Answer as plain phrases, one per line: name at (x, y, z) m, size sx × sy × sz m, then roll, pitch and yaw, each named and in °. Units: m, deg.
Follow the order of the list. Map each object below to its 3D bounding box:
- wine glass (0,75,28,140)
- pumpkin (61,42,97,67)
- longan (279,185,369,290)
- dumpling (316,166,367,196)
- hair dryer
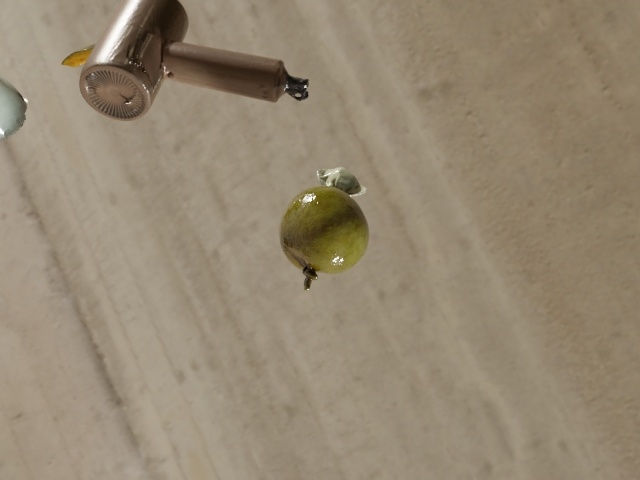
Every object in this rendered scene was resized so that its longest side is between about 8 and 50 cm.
wine glass at (-0.346, -0.166, 0.979) m, size 0.155 × 0.072 × 0.072 m, roll 62°, pitch -156°, yaw -47°
pumpkin at (-0.261, -0.235, 1.272) m, size 0.035 × 0.101 × 0.073 m, roll 60°, pitch -154°, yaw -12°
longan at (0.000, 0.000, 0.789) m, size 0.075 × 0.075 × 0.083 m, roll 30°, pitch -108°, yaw -30°
dumpling at (0.029, -0.086, 1.613) m, size 0.077 × 0.043 × 0.059 m, roll 41°, pitch -151°, yaw -11°
hair dryer at (-0.095, -0.146, 0.853) m, size 0.181 × 0.064 × 0.117 m, roll 13°, pitch -128°, yaw 7°
